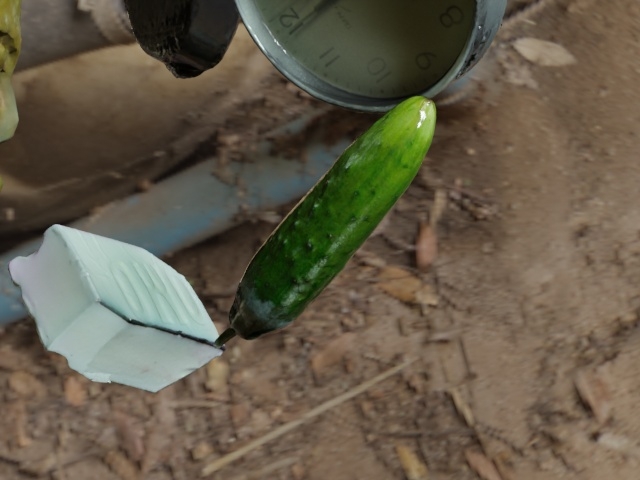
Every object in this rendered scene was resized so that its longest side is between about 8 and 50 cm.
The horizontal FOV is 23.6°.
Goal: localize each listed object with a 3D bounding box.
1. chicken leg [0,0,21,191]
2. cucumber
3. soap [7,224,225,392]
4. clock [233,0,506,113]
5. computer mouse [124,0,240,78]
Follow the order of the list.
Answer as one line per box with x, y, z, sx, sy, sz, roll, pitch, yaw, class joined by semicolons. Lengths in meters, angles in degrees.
-0.138;-0.217;0.720;0.201;0.153;0.429;20;93;30;chicken leg
0.000;0.000;1.035;0.056;0.056;0.250;49;121;16;cucumber
-0.211;0.075;1.644;0.091;0.230;0.145;-39;65;18;soap
0.028;-0.202;1.120;0.226;0.049;0.226;17;124;26;clock
-0.135;-0.314;1.564;0.168;0.087;0.295;8;104;58;computer mouse
